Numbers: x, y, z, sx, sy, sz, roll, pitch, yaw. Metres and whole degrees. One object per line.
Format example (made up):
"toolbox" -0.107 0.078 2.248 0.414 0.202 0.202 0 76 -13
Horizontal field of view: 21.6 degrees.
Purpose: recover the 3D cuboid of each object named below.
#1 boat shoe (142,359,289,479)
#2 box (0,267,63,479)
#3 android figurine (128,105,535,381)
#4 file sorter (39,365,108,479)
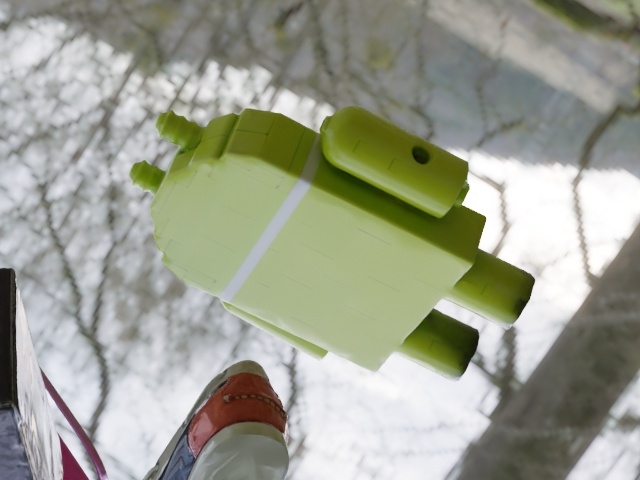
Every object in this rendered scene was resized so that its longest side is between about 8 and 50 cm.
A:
"boat shoe" -0.051 0.105 0.639 0.049 0.137 0.043 15 -147 -23
"box" -0.222 0.103 0.864 0.158 0.156 0.093 -7 -131 -4
"android figurine" 0.000 0.000 1.136 0.273 0.248 0.056 26 -127 -5
"file sorter" -0.338 0.214 1.378 0.202 0.290 0.182 51 158 23
